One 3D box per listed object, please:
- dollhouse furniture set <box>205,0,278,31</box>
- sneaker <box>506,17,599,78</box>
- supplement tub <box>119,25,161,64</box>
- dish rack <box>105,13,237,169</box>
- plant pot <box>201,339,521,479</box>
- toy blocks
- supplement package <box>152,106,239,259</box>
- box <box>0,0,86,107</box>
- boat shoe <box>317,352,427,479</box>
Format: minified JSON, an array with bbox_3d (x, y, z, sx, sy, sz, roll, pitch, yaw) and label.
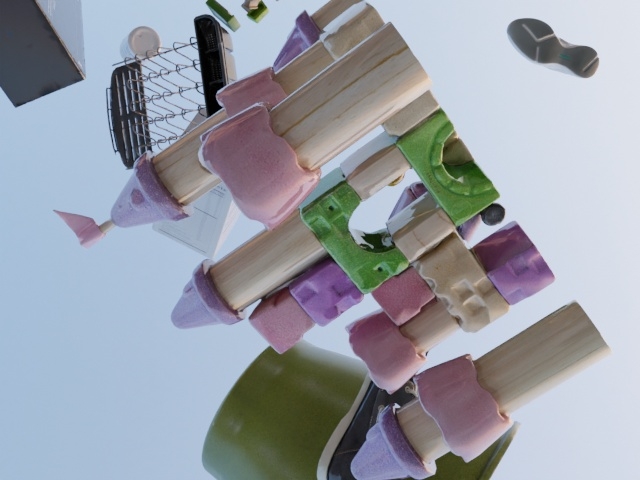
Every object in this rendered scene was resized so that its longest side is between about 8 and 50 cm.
[{"bbox_3d":[-0.107,-0.408,1.222,0.152,0.076,0.058,-45,-112,0],"label":"dollhouse furniture set"},{"bbox_3d":[0.308,-0.260,1.041,0.152,0.061,0.053,18,-82,-27],"label":"sneaker"},{"bbox_3d":[-0.376,-0.403,1.580,0.071,0.107,0.071,-2,-84,-24],"label":"supplement tub"},{"bbox_3d":[-0.251,-0.229,1.242,0.074,0.271,0.208,2,-101,-64],"label":"dish rack"},{"bbox_3d":[0.036,0.322,1.079,0.353,0.366,0.366,30,-127,19],"label":"plant pot"},{"bbox_3d":[0.000,0.000,0.575,0.288,0.260,0.309,50,-167,-23],"label":"toy blocks"},{"bbox_3d":[-0.210,-0.100,1.408,0.139,0.244,0.134,27,-126,-2],"label":"supplement package"},{"bbox_3d":[-0.382,-0.319,0.943,0.103,0.184,0.261,-24,-136,3],"label":"box"},{"bbox_3d":[0.085,0.195,0.893,0.079,0.084,0.233,20,-108,32],"label":"boat shoe"}]
